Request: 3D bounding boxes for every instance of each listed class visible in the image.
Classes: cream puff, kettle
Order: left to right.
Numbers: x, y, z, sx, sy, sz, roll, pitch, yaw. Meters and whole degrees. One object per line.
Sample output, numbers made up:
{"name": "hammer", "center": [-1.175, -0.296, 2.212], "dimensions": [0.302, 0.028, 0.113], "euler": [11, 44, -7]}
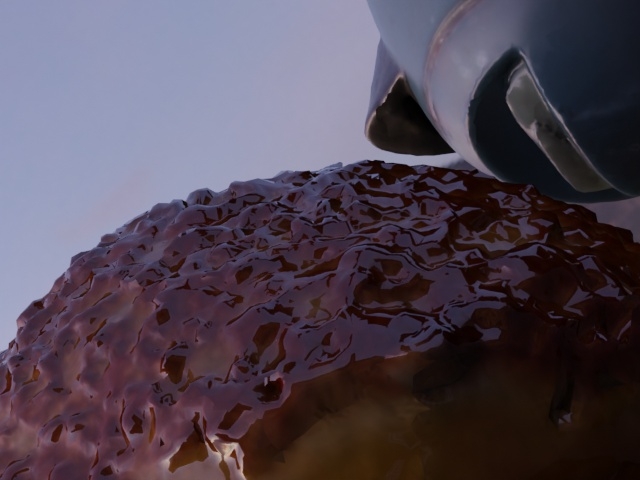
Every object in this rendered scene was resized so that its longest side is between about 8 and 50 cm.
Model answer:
{"name": "cream puff", "center": [-0.002, 0.098, 0.540], "dimensions": [0.351, 0.228, 0.350], "euler": [-18, -33, -12]}
{"name": "kettle", "center": [0.154, -0.180, 0.680], "dimensions": [0.320, 0.247, 0.342], "euler": [-24, 42, 28]}

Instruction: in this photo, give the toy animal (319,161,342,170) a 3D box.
{"name": "toy animal", "center": [0.001, 0.000, 0.784], "dimensions": [0.050, 0.028, 0.084], "euler": [30, 102, 57]}
